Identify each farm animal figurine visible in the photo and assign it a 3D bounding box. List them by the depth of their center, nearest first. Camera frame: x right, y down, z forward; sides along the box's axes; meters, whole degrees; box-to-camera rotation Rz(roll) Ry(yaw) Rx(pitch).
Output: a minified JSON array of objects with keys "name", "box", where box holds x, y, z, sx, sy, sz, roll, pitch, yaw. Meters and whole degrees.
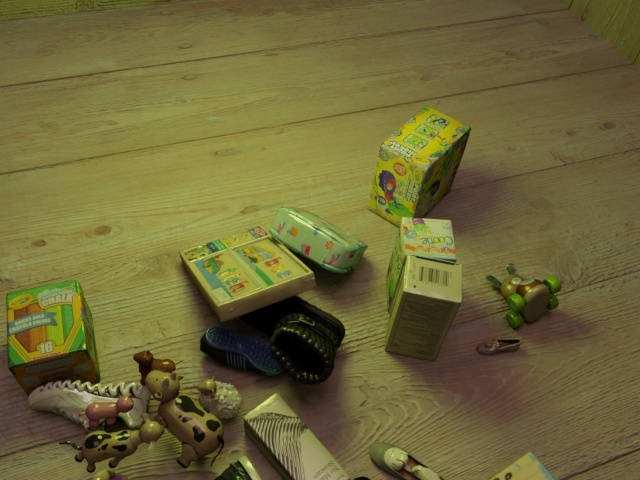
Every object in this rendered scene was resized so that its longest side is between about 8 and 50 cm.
[{"name":"farm animal figurine","box":[-0.356,0.395,1.344,0.327,0.172,0.330,31,38,-8]}]

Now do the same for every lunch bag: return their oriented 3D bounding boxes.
[{"name":"lunch bag","box":[0.000,0.000,1.787,0.279,0.107,0.224,31,10,16]}]

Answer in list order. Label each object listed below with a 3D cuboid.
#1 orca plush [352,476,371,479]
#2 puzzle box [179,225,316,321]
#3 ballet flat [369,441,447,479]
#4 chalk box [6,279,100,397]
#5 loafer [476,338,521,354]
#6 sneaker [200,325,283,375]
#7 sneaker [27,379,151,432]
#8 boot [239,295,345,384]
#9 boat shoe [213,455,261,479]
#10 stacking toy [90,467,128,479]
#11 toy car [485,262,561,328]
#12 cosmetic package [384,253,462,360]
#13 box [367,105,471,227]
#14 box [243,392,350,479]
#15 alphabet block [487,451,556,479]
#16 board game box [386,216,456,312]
[{"name":"orca plush","box":[0.099,0.632,1.283,0.151,0.102,0.287,12,37,8]},{"name":"puzzle box","box":[-0.217,0.079,1.672,0.272,0.052,0.409,-19,26,-21]},{"name":"ballet flat","box":[0.217,0.547,1.429,0.213,0.068,0.072,30,53,19]},{"name":"chalk box","box":[-0.695,0.227,1.536,0.180,0.179,0.288,-14,53,-17]},{"name":"loafer","box":[0.509,0.296,1.685,0.125,0.039,0.045,-3,51,-8]},{"name":"sneaker","box":[-0.213,0.307,1.590,0.232,0.090,0.081,28,49,-9]},{"name":"sneaker","box":[-0.571,0.411,1.450,0.292,0.110,0.118,2,59,-3]},{"name":"boot","box":[-0.106,0.230,1.542,0.348,0.131,0.260,19,16,10]},{"name":"boat shoe","box":[-0.137,0.636,1.282,0.113,0.127,0.340,-22,53,-22]},{"name":"stacking toy","box":[-0.355,0.617,1.280,0.331,0.141,0.141,19,51,5]},{"name":"toy car","box":[0.591,0.140,1.770,0.155,0.148,0.188,-24,44,-11]},{"name":"cosmetic package","box":[0.272,0.186,1.589,0.153,0.296,0.129,11,49,2]},{"name":"box","box":[0.321,-0.234,1.949,0.177,0.289,0.279,33,54,20]},{"name":"box","box":[-0.061,0.509,1.416,0.113,0.094,0.275,-34,60,-28]},{"name":"alphabet block","box":[0.429,0.622,1.306,0.197,0.193,0.192,-24,55,-23]},{"name":"board game box","box":[0.281,0.079,1.692,0.145,0.275,0.142,4,50,-2]}]
